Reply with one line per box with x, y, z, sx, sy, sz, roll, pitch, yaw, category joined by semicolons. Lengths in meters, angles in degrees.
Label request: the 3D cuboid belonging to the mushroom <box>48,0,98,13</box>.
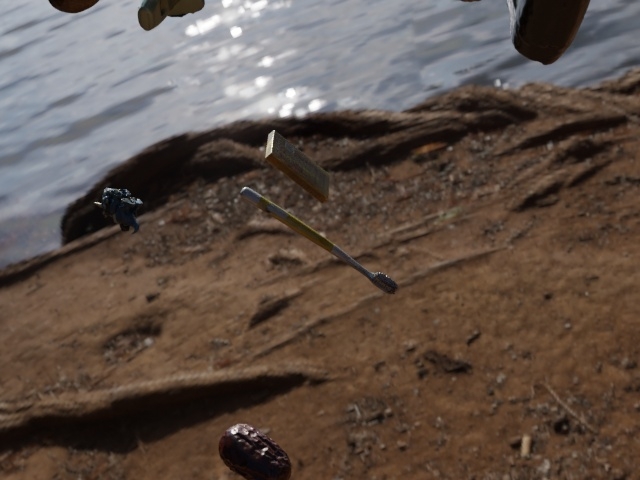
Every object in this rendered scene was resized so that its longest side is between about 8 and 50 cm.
-0.480;-0.495;1.696;0.127;0.087;0.127;-9;57;14;mushroom

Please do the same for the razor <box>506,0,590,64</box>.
0.345;-0.419;1.273;0.107;0.327;0.189;-4;66;4;razor

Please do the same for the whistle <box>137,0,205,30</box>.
-0.192;-0.363;1.176;0.092;0.110;0.244;11;46;4;whistle

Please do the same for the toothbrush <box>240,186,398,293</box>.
0.000;0.000;1.341;0.021;0.288;0.024;-60;7;-26;toothbrush

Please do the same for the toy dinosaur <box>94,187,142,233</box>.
-0.274;-0.041;1.192;0.083;0.047;0.030;33;23;28;toy dinosaur

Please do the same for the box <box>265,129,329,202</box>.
-0.044;-0.147;1.731;0.022;0.156;0.089;-40;29;28;box

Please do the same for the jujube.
-0.102;0.342;1.358;0.129;0.077;0.077;31;56;28;jujube
